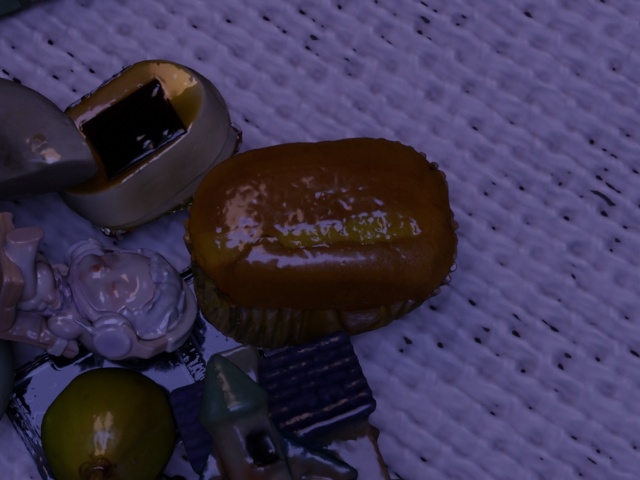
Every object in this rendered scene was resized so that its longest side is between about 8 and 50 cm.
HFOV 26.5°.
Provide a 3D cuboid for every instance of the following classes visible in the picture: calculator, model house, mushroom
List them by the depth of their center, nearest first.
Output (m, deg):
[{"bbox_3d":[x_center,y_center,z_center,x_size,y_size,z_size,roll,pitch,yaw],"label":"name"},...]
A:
[{"bbox_3d":[-0.022,0.225,1.326,0.245,0.312,0.280,-20,82,-2],"label":"model house"},{"bbox_3d":[-0.367,-0.123,1.432,0.350,0.128,0.128,25,79,29],"label":"mushroom"},{"bbox_3d":[-0.200,0.156,1.478,0.274,0.028,0.165,-31,81,-7],"label":"calculator"}]

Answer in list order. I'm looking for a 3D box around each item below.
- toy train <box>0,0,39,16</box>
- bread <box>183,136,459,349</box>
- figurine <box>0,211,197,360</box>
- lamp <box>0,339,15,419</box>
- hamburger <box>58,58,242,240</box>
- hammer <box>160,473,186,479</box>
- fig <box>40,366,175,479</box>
[{"bbox_3d":[-0.345,-0.335,1.508,0.326,0.159,0.129,-23,78,-1],"label":"toy train"},{"bbox_3d":[0.000,0.000,1.434,0.288,0.156,0.204,-4,76,-6],"label":"bread"},{"bbox_3d":[-0.230,0.052,1.398,0.237,0.141,0.162,13,34,-25],"label":"figurine"},{"bbox_3d":[-0.358,0.120,1.431,0.106,0.106,0.193,24,58,4],"label":"lamp"},{"bbox_3d":[-0.196,-0.102,1.490,0.210,0.116,0.173,-37,70,-2],"label":"hamburger"},{"bbox_3d":[-0.176,0.338,1.449,0.065,0.021,0.178,0,82,0],"label":"hammer"},{"bbox_3d":[-0.217,0.204,1.400,0.136,0.120,0.153,-15,59,-1],"label":"fig"}]
